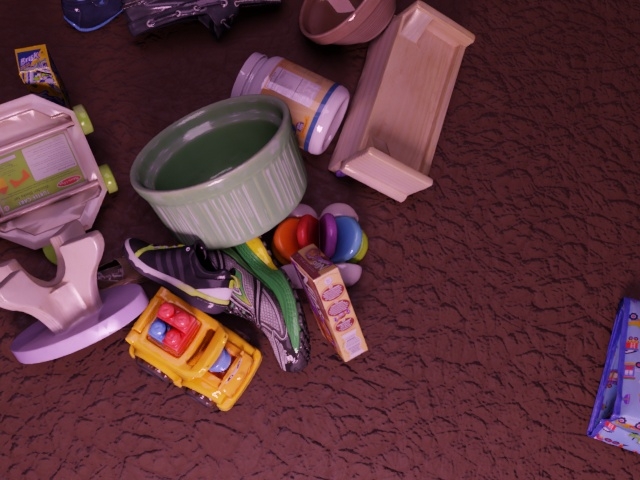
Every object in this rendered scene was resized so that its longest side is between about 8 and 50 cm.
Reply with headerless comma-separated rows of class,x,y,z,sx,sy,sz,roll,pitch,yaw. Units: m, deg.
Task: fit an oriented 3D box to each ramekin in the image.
ramekin,-0.170,-0.119,1.459,0.304,0.148,0.303,-17,34,12

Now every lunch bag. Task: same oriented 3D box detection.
lunch bag,0.635,0.239,1.472,0.221,0.138,0.293,19,63,6

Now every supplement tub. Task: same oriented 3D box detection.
supplement tub,-0.059,-0.268,1.584,0.200,0.144,0.144,26,72,6

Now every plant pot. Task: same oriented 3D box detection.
plant pot,0.076,-0.482,1.653,0.110,0.237,0.237,32,68,-35

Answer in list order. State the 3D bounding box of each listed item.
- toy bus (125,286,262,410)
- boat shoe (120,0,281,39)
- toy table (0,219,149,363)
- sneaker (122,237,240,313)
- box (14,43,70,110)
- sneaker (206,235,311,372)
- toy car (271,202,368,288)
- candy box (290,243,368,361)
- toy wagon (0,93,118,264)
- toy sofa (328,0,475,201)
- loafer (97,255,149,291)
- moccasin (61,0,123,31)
toy bus,-0.218,0.177,1.396,0.220,0.211,0.149,31,71,6
boat shoe,-0.233,-0.466,1.660,0.340,0.127,0.112,-7,99,-18
toy table,-0.443,0.089,1.379,0.274,0.252,0.160,-22,110,12
sneaker,-0.232,0.037,1.398,0.235,0.084,0.097,29,98,21
box,-0.528,-0.303,1.558,0.059,0.169,0.054,-13,72,-8
sneaker,-0.126,0.103,1.449,0.146,0.134,0.343,-28,55,-12
toy car,0.000,0.000,1.502,0.182,0.136,0.159,-1,72,-3
candy box,0.016,0.109,1.430,0.053,0.186,0.109,-29,32,-11
toy wagon,-0.516,-0.087,1.504,0.267,0.068,0.344,-23,99,-13
toy sofa,0.160,-0.268,1.610,0.150,0.177,0.362,25,70,-20
loafer,-0.356,0.055,1.511,0.148,0.050,0.056,-24,75,-10
moccasin,-0.390,-0.568,1.679,0.138,0.117,0.342,34,74,8
